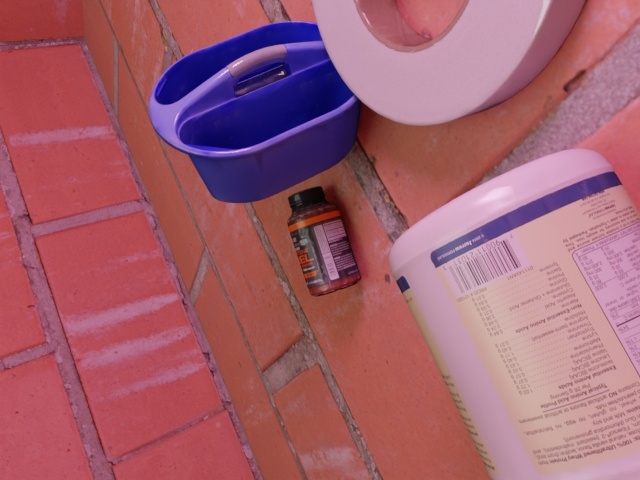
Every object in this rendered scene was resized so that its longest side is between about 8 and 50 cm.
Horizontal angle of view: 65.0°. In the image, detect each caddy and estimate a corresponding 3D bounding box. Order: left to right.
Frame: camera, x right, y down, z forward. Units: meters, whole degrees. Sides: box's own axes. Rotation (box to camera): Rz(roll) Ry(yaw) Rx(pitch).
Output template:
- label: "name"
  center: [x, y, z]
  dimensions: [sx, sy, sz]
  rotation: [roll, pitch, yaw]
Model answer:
- label: "caddy"
  center: [-0.088, -0.217, 0.784]
  dimensions: [0.241, 0.341, 0.179]
  rotation: [54, 164, 29]

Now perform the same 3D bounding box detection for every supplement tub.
- label: "supplement tub"
  center: [0.000, 0.000, 0.961]
  dimensions: [0.106, 0.106, 0.198]
  rotation: [-23, 85, 61]
- label: "supplement tub"
  center: [0.233, 0.104, 0.485]
  dimensions: [0.325, 0.235, 0.235]
  rotation: [65, 150, 12]

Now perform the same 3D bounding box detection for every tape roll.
- label: "tape roll"
  center: [0.121, -0.334, 0.584]
  dimensions: [0.392, 0.072, 0.392]
  rotation: [35, 136, 43]
